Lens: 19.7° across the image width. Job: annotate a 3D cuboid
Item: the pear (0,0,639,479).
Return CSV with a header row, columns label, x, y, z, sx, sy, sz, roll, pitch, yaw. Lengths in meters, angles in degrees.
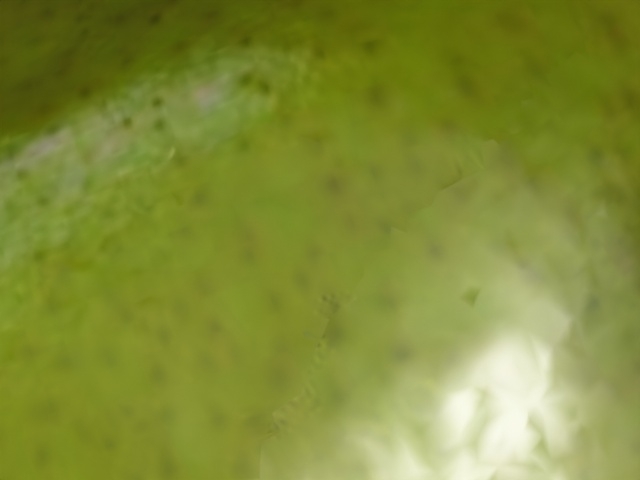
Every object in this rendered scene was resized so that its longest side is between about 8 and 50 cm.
label,x,y,z,sx,sy,sz,roll,pitch,yaw
pear,0.000,0.000,0.514,0.318,0.342,0.238,-29,126,16
